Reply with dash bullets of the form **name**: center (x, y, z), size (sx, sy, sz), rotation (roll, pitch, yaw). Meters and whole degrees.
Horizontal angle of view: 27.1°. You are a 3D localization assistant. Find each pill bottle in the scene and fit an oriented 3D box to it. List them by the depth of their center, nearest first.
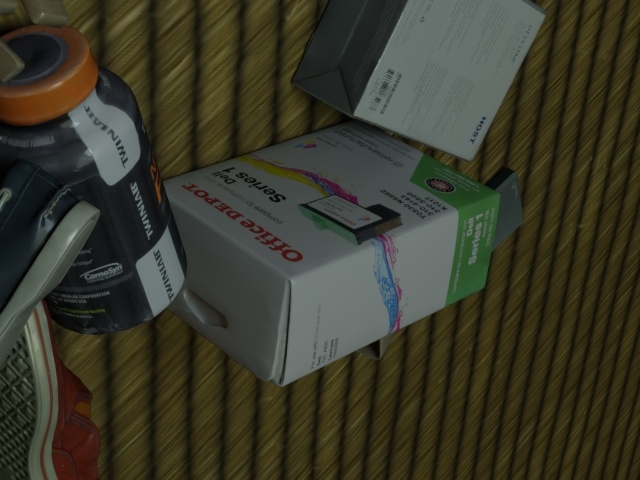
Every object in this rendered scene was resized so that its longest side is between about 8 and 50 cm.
- **pill bottle**: center (-0.193, -0.049, 1.045), size (0.130, 0.130, 0.245), rotation (-39, 141, -25)

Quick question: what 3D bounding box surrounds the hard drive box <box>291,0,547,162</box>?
- **hard drive box**: center (0.104, -0.194, 1.328), size (0.232, 0.089, 0.181), rotation (15, 104, -53)

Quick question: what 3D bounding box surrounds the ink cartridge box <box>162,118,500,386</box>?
- **ink cartridge box**: center (0.000, 0.000, 1.252), size (0.278, 0.201, 0.117), rotation (-22, 131, -39)

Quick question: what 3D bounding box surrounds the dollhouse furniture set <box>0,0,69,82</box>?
- **dollhouse furniture set**: center (-0.287, -0.142, 0.779), size (0.262, 0.135, 0.259), rotation (-38, 174, 14)

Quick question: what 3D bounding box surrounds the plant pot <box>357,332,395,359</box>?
- **plant pot**: center (0.044, 0.044, 1.433), size (0.096, 0.109, 0.109), rotation (-44, 144, -41)

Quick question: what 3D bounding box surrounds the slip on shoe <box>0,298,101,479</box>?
- **slip on shoe**: center (-0.252, 0.140, 1.146), size (0.101, 0.123, 0.331), rotation (-52, 151, -41)

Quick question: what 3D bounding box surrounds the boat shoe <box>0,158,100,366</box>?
- **boat shoe**: center (-0.259, 0.058, 0.948), size (0.254, 0.079, 0.095), rotation (-53, 179, 10)

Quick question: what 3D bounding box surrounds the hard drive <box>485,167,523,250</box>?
- **hard drive**: center (0.196, -0.016, 1.632), size (0.135, 0.022, 0.094), rotation (-42, 142, -22)

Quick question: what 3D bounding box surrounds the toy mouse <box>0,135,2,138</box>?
- **toy mouse**: center (-0.268, -0.036, 0.884), size (0.143, 0.031, 0.161), rotation (-39, 174, 22)
